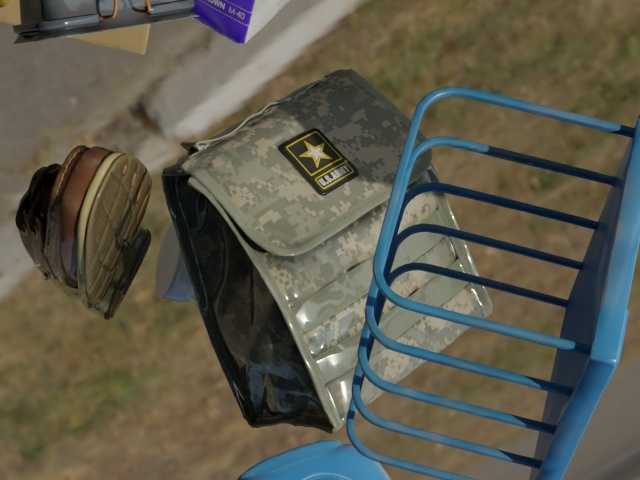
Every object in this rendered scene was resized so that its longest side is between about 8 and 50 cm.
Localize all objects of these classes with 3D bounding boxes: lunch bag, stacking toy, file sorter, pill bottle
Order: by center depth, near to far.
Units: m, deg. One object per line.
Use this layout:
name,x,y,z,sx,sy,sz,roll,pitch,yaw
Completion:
file sorter,0.075,0.027,0.790,0.104,0.118,0.170,15,151,5
lunch bag,0.000,0.000,1.690,0.235,0.287,0.169,-33,-163,-35
stacking toy,-0.031,0.344,1.754,0.175,0.165,0.302,-16,150,-30
pill bottle,-0.070,0.040,1.962,0.208,0.117,0.117,12,147,-21

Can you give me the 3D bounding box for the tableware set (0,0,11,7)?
tableware set,-0.215,-0.184,1.197,0.104,0.024,0.154,-41,-156,12

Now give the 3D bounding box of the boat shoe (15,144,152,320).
boat shoe,-0.121,-0.006,0.867,0.178,0.060,0.064,109,6,-75

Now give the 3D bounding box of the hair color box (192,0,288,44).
hair color box,-0.026,-0.346,1.446,0.185,0.110,0.339,-49,163,-40

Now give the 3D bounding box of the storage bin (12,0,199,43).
storage bin,-0.168,-0.204,1.353,0.135,0.091,0.098,-14,-170,-28

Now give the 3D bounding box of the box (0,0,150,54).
box,-0.224,-0.267,1.599,0.164,0.021,0.201,13,133,-3
